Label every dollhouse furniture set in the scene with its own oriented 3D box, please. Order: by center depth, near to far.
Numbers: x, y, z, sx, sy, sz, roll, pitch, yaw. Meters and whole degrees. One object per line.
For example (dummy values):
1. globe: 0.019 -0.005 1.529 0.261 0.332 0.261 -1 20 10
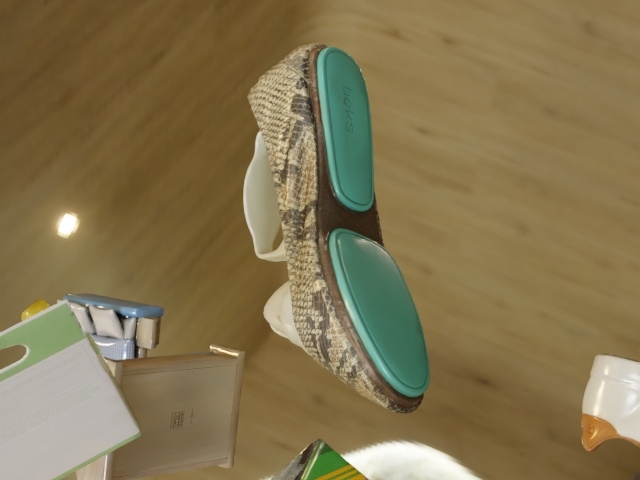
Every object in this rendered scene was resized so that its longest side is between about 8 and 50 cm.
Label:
1. dollhouse furniture set: -0.273 0.220 1.583 0.198 0.303 0.287 1 -83 -50

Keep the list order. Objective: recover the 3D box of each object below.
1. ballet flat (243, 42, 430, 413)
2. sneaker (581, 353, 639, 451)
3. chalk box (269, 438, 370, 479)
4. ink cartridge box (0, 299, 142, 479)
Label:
1. ballet flat: 0.000 0.000 1.587 0.164 0.182 0.483 21 -131 -48
2. sneaker: 0.401 0.210 1.362 0.106 0.290 0.123 43 -117 -73
3. chalk box: -0.027 0.356 1.201 0.180 0.179 0.289 -46 7 34
4. ink cartridge box: -0.258 0.131 1.128 0.171 0.056 0.235 -27 -36 -10
